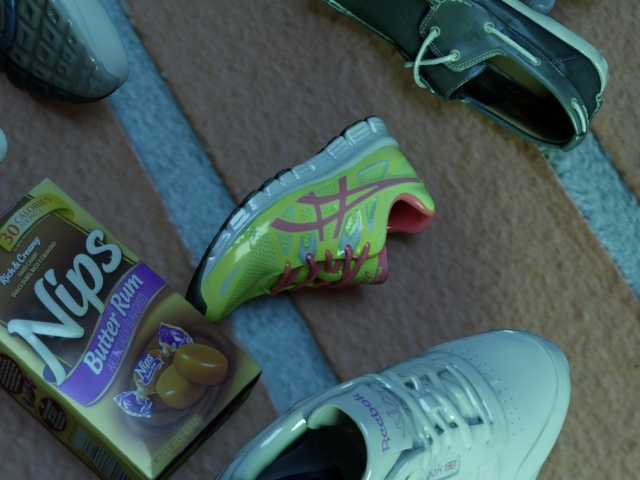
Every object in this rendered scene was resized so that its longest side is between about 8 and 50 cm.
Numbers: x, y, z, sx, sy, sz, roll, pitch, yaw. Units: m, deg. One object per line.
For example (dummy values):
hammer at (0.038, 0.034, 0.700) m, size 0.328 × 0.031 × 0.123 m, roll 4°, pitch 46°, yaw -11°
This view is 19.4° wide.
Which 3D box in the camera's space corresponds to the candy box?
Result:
candy box at (-0.142, 0.062, 1.153) m, size 0.187 × 0.053 × 0.109 m, roll 40°, pitch 57°, yaw 8°

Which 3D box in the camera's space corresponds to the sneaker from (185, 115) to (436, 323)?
sneaker at (0.000, 0.000, 1.221) m, size 0.094 × 0.081 × 0.208 m, roll 47°, pitch 57°, yaw 8°

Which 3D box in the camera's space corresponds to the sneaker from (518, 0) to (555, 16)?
sneaker at (0.203, -0.231, 1.441) m, size 0.191 × 0.071 × 0.083 m, roll -40°, pitch 87°, yaw -25°

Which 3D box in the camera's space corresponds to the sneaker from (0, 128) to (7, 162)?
sneaker at (-0.300, -0.072, 1.120) m, size 0.212 × 0.080 × 0.094 m, roll 27°, pitch 67°, yaw -5°

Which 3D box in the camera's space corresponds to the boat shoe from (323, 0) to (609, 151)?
boat shoe at (0.095, -0.142, 1.334) m, size 0.233 × 0.084 × 0.079 m, roll 28°, pitch 55°, yaw -5°

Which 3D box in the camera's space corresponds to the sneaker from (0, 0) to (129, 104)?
sneaker at (-0.201, -0.224, 1.270) m, size 0.129 × 0.111 × 0.297 m, roll -21°, pitch 70°, yaw -34°

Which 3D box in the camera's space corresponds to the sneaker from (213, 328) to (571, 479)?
sneaker at (0.051, 0.130, 1.120) m, size 0.305 × 0.152 × 0.114 m, roll -28°, pitch 71°, yaw -32°
